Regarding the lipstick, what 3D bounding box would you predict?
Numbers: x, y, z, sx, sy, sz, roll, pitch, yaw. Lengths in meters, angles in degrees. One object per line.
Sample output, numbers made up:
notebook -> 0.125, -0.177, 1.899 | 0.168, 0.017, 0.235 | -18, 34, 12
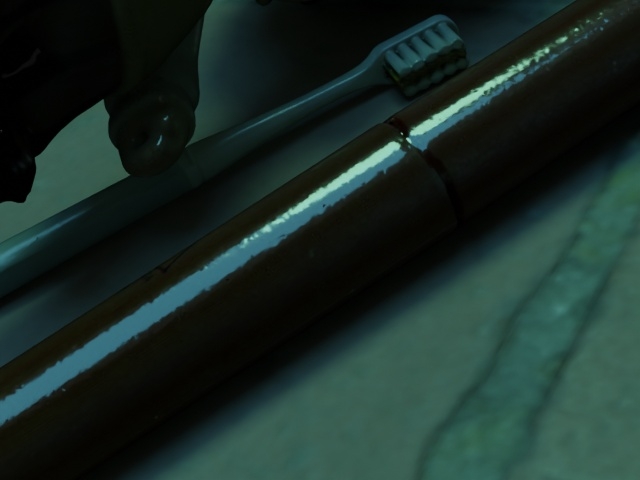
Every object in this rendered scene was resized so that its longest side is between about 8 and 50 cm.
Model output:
lipstick -> 0.000, 0.000, 0.589 | 0.356, 0.057, 0.057 | -32, 37, -11

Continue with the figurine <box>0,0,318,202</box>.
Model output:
figurine -> -0.027, -0.170, 0.666 | 0.206, 0.218, 0.365 | 0, 39, 33

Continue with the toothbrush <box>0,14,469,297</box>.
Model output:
toothbrush -> -0.081, -0.021, 0.688 | 0.342, 0.025, 0.030 | -27, 39, -5
